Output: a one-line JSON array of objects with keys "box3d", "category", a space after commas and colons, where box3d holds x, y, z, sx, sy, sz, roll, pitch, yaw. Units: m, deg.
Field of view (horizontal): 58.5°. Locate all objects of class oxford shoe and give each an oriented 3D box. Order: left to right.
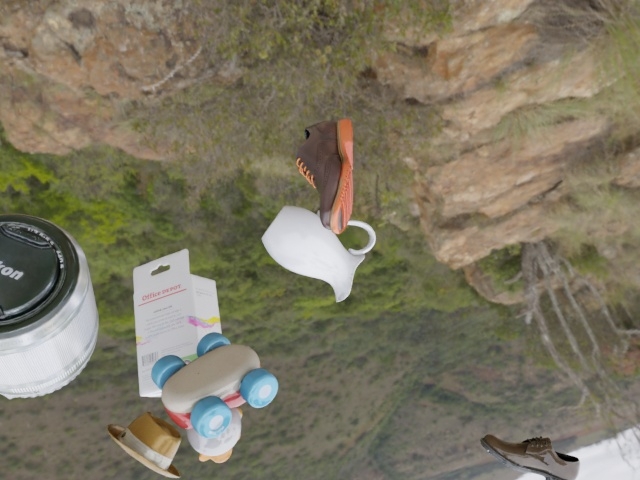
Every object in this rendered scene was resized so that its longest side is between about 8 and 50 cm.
[{"box3d": [0.006, -0.110, 0.975, 0.098, 0.271, 0.097, 0, 132, 4], "category": "oxford shoe"}, {"box3d": [0.482, 0.485, 1.316, 0.227, 0.096, 0.083, 19, -176, 3], "category": "oxford shoe"}]

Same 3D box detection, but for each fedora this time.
[{"box3d": [-0.349, 0.412, 1.187, 0.079, 0.194, 0.194, -55, 164, -18], "category": "fedora"}]

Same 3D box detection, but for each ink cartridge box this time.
[{"box3d": [-0.382, 0.222, 1.534, 0.207, 0.353, 0.119, -19, 158, 21], "category": "ink cartridge box"}]

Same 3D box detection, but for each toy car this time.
[{"box3d": [-0.208, 0.356, 1.194, 0.210, 0.219, 0.238, -26, 123, -32], "category": "toy car"}]

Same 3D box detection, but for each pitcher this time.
[{"box3d": [0.000, 0.000, 1.182, 0.178, 0.207, 0.125, -58, -174, -21], "category": "pitcher"}]

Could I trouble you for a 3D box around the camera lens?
[{"box3d": [-0.468, 0.107, 0.889, 0.219, 0.219, 0.274, -11, 152, -21], "category": "camera lens"}]
